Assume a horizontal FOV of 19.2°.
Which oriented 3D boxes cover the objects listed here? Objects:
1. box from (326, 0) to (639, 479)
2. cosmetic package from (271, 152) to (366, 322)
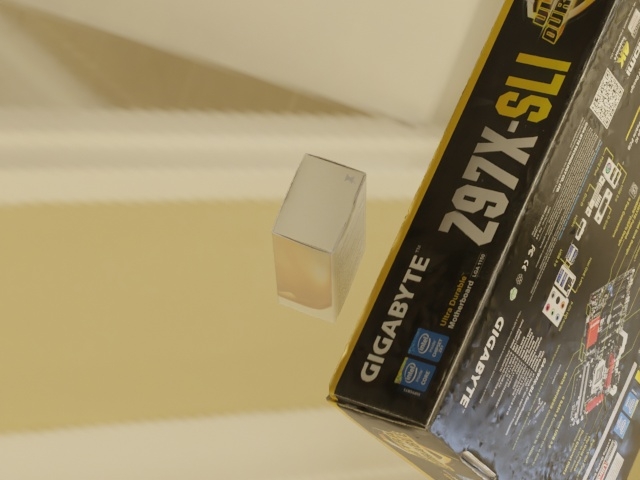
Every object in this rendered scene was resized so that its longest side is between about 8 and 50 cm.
[{"bbox_3d":[0.152,0.008,1.160,0.079,0.322,0.257,16,165,35],"label":"box"},{"bbox_3d":[0.000,0.000,1.158,0.041,0.060,0.115,19,157,9],"label":"cosmetic package"}]
